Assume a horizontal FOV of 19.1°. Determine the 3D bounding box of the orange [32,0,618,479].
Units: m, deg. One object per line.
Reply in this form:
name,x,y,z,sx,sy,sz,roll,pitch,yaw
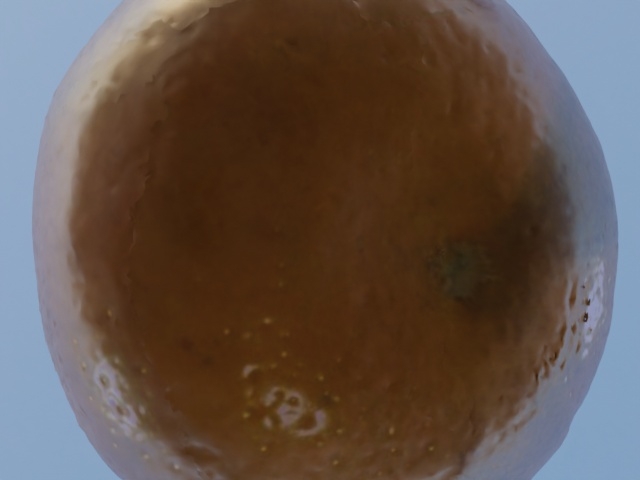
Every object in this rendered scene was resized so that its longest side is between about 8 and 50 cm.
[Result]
orange,0.000,0.000,0.724,0.240,0.171,0.240,-1,-88,-23
